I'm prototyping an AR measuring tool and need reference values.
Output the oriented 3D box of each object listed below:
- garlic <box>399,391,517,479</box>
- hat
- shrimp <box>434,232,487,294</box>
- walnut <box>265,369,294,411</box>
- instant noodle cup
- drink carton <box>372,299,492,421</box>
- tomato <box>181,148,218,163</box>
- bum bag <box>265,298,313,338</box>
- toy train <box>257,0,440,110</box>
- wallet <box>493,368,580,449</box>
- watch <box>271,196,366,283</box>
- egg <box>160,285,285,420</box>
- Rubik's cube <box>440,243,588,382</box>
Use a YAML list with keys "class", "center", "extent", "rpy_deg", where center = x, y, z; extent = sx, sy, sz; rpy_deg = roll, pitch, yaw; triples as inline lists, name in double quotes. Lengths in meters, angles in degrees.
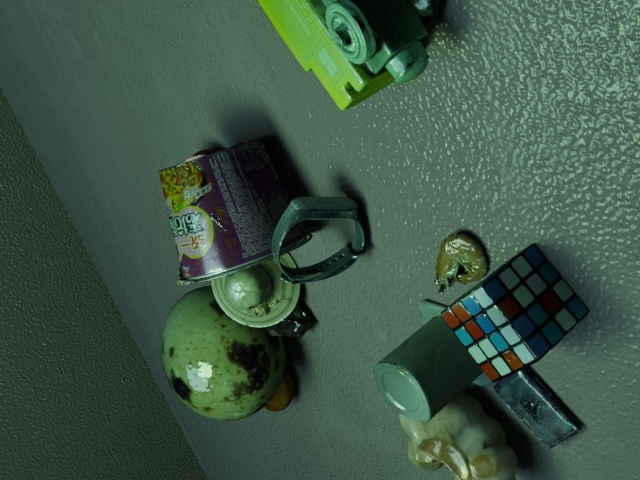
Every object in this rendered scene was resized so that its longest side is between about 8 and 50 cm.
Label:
- class: "garlic"
  center: [0.300, 0.421, 1.740]
  extent: [0.281, 0.184, 0.203]
  rpy_deg: [22, 175, 20]
- class: "hat"
  center: [-0.183, 0.118, 2.089]
  extent: [0.252, 0.110, 0.252]
  rpy_deg: [4, 104, 15]
- class: "shrimp"
  center: [0.263, 0.050, 1.563]
  extent: [0.099, 0.041, 0.180]
  rpy_deg: [33, 145, 11]
- class: "walnut"
  center: [-0.135, 0.445, 2.486]
  extent: [0.116, 0.116, 0.207]
  rpy_deg: [43, 148, 24]
- class: "instant noodle cup"
  center: [-0.218, -0.075, 1.894]
  extent: [0.340, 0.340, 0.266]
  rpy_deg: [-7, 105, 59]
- class: "drink carton"
  center: [0.231, 0.259, 1.662]
  extent: [0.185, 0.190, 0.191]
  rpy_deg: [13, 130, 45]
- class: "tomato"
  center: [-0.285, -0.170, 2.123]
  extent: [0.159, 0.091, 0.139]
  rpy_deg: [-31, 102, 35]
- class: "bum bag"
  center: [-0.147, 0.119, 2.185]
  extent: [0.144, 0.095, 0.340]
  rpy_deg: [-29, 95, 34]
- class: "toy train"
  center: [0.009, -0.423, 1.342]
  extent: [0.442, 0.179, 0.272]
  rpy_deg: [56, 159, 2]
- class: "wallet"
  center: [0.419, 0.320, 1.589]
  extent: [0.166, 0.030, 0.111]
  rpy_deg: [47, 145, 14]
- class: "watch"
  center: [0.000, 0.000, 1.748]
  extent: [0.068, 0.206, 0.193]
  rpy_deg: [-123, 36, -54]
- class: "egg"
  center: [-0.285, 0.310, 2.333]
  extent: [0.428, 0.345, 0.345]
  rpy_deg: [48, 152, 39]
- class: "Rubik's cube"
  center: [0.330, 0.125, 1.407]
  extent: [0.154, 0.151, 0.155]
  rpy_deg: [52, 151, 7]
